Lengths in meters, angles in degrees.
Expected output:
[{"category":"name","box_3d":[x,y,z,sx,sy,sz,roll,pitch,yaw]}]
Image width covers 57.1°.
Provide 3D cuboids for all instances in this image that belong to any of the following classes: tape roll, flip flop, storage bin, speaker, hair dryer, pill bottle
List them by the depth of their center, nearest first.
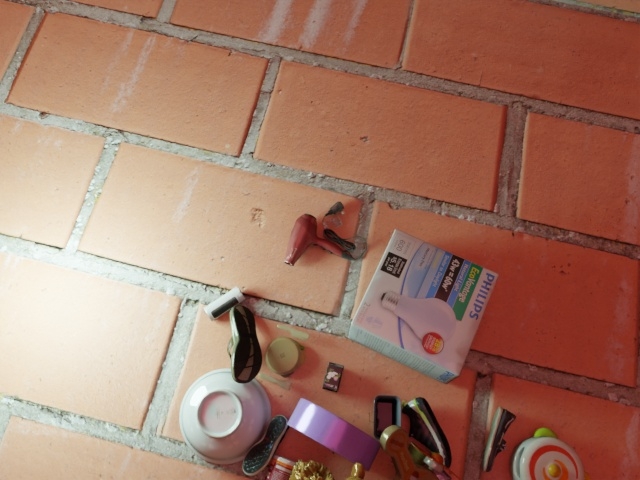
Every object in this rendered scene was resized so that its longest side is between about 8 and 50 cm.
[{"category":"tape roll","box_3d":[0.040,0.574,1.742,0.274,0.275,0.090,27,74,9]},{"category":"pill bottle","box_3d":[-0.130,0.739,1.784,0.086,0.086,0.152,20,71,6]},{"category":"storage bin","box_3d":[0.199,0.559,1.846,0.098,0.091,0.135,2,70,0]},{"category":"flip flop","box_3d":[-0.261,0.340,1.910,0.112,0.080,0.277,21,41,-37]},{"category":"speaker","box_3d":[-0.323,0.212,1.982,0.136,0.055,0.055,-33,74,-11]},{"category":"hair dryer","box_3d":[0.000,0.000,2.043,0.293,0.080,0.224,-26,74,-8]}]

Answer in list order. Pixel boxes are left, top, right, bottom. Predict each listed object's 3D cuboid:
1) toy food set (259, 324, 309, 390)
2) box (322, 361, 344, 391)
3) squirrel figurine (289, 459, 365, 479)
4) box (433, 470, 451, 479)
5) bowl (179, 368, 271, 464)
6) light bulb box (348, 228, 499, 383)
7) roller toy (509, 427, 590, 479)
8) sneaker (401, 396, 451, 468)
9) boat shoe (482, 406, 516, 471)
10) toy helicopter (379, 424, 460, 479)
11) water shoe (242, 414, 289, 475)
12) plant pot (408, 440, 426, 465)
[{"category":"toy food set","box_3d":[-0.117,0.383,1.938,0.132,0.038,0.192,18,77,13]},{"category":"box","box_3d":[0.041,0.443,1.900,0.052,0.062,0.083,15,71,3]},{"category":"squirrel figurine","box_3d":[0.040,0.780,1.607,0.396,0.371,0.281,20,40,31]},{"category":"box","box_3d":[0.354,0.744,1.821,0.083,0.018,0.067,-43,76,-13]},{"category":"bowl","box_3d":[-0.304,0.542,1.828,0.297,0.134,0.298,0,72,0]},{"category":"light bulb box","box_3d":[0.325,0.216,1.895,0.360,0.225,0.358,24,72,9]},{"category":"roller toy","box_3d":[0.684,0.694,1.773,0.191,0.146,0.209,-28,74,-9]},{"category":"sneaker","box_3d":[0.330,0.609,1.851,0.097,0.084,0.235,-30,71,15]},{"category":"boat shoe","box_3d":[0.558,0.627,1.834,0.064,0.075,0.206,21,67,10]},{"category":"toy helicopter","box_3d":[0.269,0.668,1.703,0.234,0.140,0.355,-30,115,-18]},{"category":"water shoe","box_3d":[-0.159,0.641,1.819,0.072,0.080,0.203,30,73,26]},{"category":"plant pot","box_3d":[0.286,0.680,1.817,0.083,0.083,0.079,40,87,12]}]
